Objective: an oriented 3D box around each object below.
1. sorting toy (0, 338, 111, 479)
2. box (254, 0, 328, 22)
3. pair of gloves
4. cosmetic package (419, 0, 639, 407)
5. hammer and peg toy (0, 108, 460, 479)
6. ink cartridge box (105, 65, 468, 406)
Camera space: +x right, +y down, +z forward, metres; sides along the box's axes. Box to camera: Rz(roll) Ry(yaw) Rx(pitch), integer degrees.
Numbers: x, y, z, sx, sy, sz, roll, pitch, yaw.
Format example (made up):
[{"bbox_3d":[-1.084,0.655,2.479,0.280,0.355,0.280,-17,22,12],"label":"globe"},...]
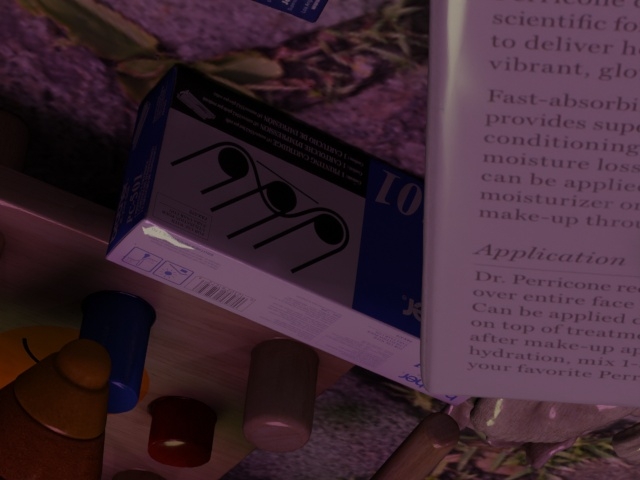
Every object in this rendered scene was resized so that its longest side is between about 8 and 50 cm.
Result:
[{"bbox_3d":[-0.035,0.143,0.883,0.365,0.127,0.126,23,111,-25],"label":"sorting toy"},{"bbox_3d":[-0.082,-0.173,0.683,0.225,0.036,0.136,16,144,-14],"label":"box"},{"bbox_3d":[0.199,0.078,0.927,0.240,0.042,0.204,13,143,-38],"label":"pair of gloves"},{"bbox_3d":[0.154,-0.114,0.611,0.230,0.161,0.453,4,146,4],"label":"cosmetic package"},{"bbox_3d":[-0.090,0.078,0.970,0.361,0.127,0.266,22,141,-20],"label":"hammer and peg toy"},{"bbox_3d":[0.000,0.000,0.864,0.207,0.097,0.046,25,142,-22],"label":"ink cartridge box"}]
